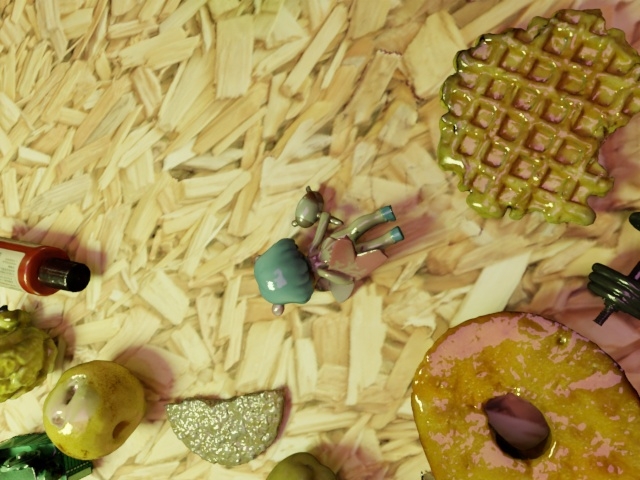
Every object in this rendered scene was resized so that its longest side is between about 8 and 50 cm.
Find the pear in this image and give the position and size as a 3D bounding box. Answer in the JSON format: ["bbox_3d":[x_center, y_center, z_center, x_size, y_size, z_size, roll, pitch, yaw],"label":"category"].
[{"bbox_3d":[-0.425,0.310,0.778,0.178,0.178,0.178,0,91,18],"label":"pear"}]

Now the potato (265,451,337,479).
[{"bbox_3d":[-0.037,0.455,0.669,0.154,0.137,0.200,21,98,17],"label":"potato"}]

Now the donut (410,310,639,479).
[{"bbox_3d":[0.274,0.242,0.581,0.303,0.110,0.303,0,91,19],"label":"donut"}]

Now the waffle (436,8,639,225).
[{"bbox_3d":[0.313,-0.174,0.592,0.281,0.058,0.301,3,93,19],"label":"waffle"}]

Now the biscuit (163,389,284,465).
[{"bbox_3d":[-0.172,0.350,0.766,0.250,0.032,0.133,-13,88,17],"label":"biscuit"}]

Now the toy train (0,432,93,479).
[{"bbox_3d":[-0.606,0.458,0.843,0.269,0.154,0.115,-15,87,18],"label":"toy train"}]

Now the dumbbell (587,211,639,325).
[{"bbox_3d":[0.426,0.026,0.536,0.099,0.099,0.208,35,102,14],"label":"dumbbell"}]

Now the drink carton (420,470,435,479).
[{"bbox_3d":[0.275,0.463,0.539,0.324,0.194,0.132,10,95,17],"label":"drink carton"}]

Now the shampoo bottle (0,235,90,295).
[{"bbox_3d":[-0.606,0.056,0.863,0.278,0.104,0.104,9,93,18],"label":"shampoo bottle"}]

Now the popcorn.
[{"bbox_3d":[-0.656,0.239,0.854,0.195,0.168,0.173,28,136,26],"label":"popcorn"}]

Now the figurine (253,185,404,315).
[{"bbox_3d":[-0.002,0.006,0.670,0.260,0.103,0.205,-26,83,17],"label":"figurine"}]
